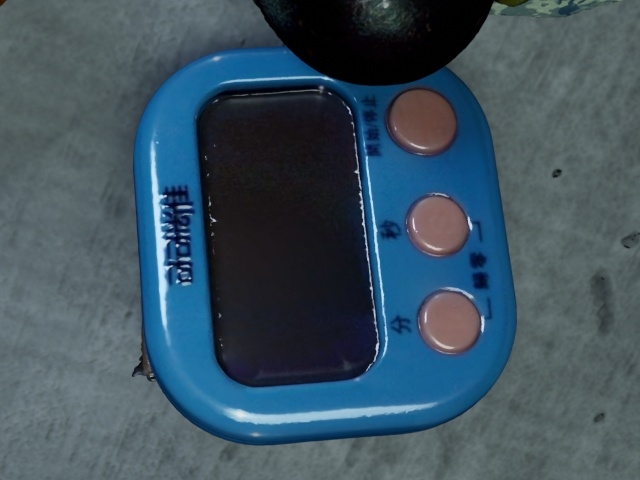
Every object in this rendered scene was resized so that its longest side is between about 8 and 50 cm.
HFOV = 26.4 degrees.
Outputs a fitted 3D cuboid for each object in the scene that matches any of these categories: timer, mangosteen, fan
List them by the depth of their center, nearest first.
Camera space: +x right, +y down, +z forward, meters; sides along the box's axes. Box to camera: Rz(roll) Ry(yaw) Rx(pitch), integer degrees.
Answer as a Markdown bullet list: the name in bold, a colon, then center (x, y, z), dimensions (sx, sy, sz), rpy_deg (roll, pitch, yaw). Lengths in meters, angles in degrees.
- **mangosteen**: center (0.054, -0.231, 1.072), dimensions (0.243, 0.243, 0.243), rpy_deg (-4, 116, -8)
- **timer**: center (0.000, 0.000, 1.161), dimensions (0.309, 0.115, 0.340), rpy_deg (-4, 73, -9)
- **fan**: center (0.215, -0.226, 1.185), dimensions (0.240, 0.131, 0.009), rpy_deg (-5, 73, 6)

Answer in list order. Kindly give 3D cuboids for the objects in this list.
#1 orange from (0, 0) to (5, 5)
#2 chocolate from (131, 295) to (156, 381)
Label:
- **orange**: center (-0.331, -0.258, 1.033), dimensions (0.234, 0.182, 0.234), rpy_deg (0, 108, 1)
- **chocolate**: center (-0.023, 0.043, 1.269), dimensions (0.321, 0.112, 0.112), rpy_deg (-8, 109, -6)
